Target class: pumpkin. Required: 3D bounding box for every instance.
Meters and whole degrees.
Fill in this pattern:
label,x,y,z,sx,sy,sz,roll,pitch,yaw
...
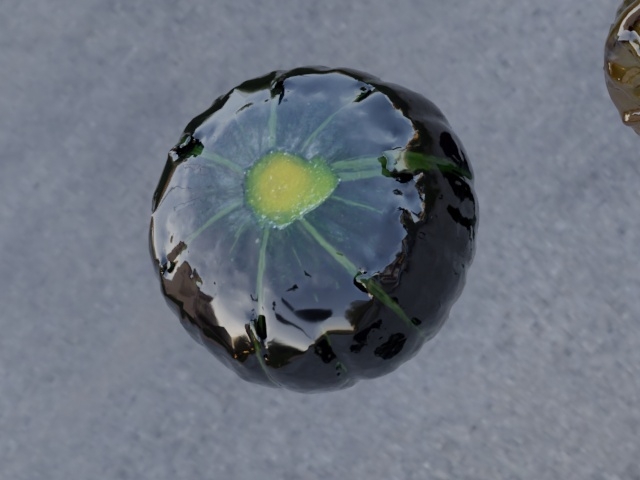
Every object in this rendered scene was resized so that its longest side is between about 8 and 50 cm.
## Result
label,x,y,z,sx,sy,sz,roll,pitch,yaw
pumpkin,0.000,0.000,1.279,0.296,0.296,0.295,-20,52,28

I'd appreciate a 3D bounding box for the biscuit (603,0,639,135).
label,x,y,z,sx,sy,sz,roll,pitch,yaw
biscuit,0.428,-0.151,1.365,0.332,0.332,0.103,3,58,40
